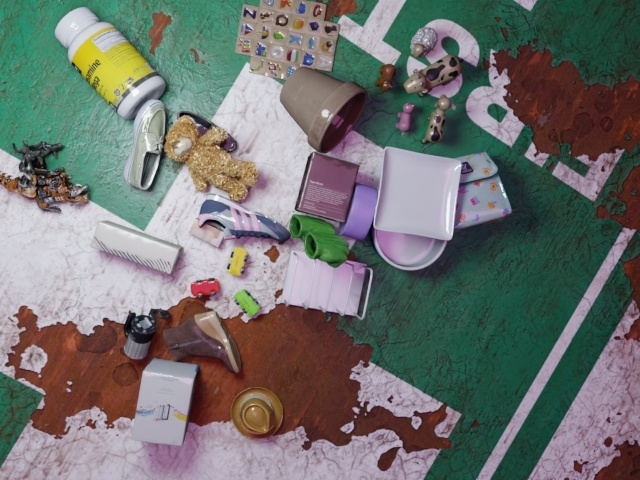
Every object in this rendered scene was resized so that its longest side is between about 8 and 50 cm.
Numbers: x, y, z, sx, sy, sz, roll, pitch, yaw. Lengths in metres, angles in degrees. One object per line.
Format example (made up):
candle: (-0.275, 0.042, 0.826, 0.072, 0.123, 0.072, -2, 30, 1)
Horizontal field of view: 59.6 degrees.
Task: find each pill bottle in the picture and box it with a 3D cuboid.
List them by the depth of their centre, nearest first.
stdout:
pill bottle: (-0.678, -0.570, 1.797, 0.188, 0.188, 0.334, -43, 96, -3)

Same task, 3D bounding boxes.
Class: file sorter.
file sorter: (0.021, 0.155, 1.926, 0.278, 0.173, 0.192, 11, 91, -7)

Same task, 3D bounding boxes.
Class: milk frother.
milk frother: (-0.588, 0.310, 1.902, 0.143, 0.129, 0.134, 2, 131, -34)

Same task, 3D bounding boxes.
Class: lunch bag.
lunch bag: (0.522, -0.176, 1.982, 0.223, 0.160, 0.262, -14, 82, -1)

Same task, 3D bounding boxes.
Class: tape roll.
tape roll: (0.128, -0.100, 1.918, 0.080, 0.189, 0.189, 14, 91, -7)

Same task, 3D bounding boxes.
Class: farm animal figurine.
farm animal figurine: (0.370, -0.529, 1.935, 0.327, 0.172, 0.330, -45, 97, -3)

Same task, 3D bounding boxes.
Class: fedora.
fedora: (-0.223, 0.617, 1.965, 0.194, 0.079, 0.194, 0, 93, -7)

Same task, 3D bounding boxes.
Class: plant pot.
plant pot: (-0.009, -0.457, 1.874, 0.229, 0.263, 0.263, 38, 88, 10)

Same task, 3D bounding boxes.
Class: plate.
plate: (0.321, -0.153, 1.866, 0.278, 0.045, 0.277, 8, 86, -10)

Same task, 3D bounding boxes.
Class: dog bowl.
dog bowl: (0.310, -0.030, 1.984, 0.265, 0.104, 0.264, 0, 93, -6)

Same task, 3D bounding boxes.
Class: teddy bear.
teddy bear: (-0.367, -0.260, 1.856, 0.245, 0.113, 0.338, -25, 116, 37)

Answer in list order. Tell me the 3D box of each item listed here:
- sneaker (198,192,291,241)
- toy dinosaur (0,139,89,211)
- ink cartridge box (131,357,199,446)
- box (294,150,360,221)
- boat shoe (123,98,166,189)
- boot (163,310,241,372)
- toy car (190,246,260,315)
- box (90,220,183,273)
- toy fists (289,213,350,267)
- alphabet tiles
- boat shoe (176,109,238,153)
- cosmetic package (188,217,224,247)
sneaker: (-0.264, -0.040, 1.902, 0.319, 0.112, 0.131, 23, 70, -1)
toy dinosaur: (-0.922, -0.203, 1.813, 0.322, 0.164, 0.218, 3, 110, -28)
ink cartridge box: (-0.517, 0.541, 1.879, 0.168, 0.171, 0.232, 10, 92, -7)
box: (0.018, -0.179, 1.911, 0.167, 0.168, 0.203, 15, 91, -7)
boat shoe: (-0.561, -0.312, 1.845, 0.094, 0.109, 0.302, 27, 106, 29)
boot: (-0.408, 0.379, 1.944, 0.207, 0.090, 0.248, -24, 97, 7)
toy car: (-0.300, 0.168, 1.947, 0.239, 0.053, 0.225, -40, 97, -3)
box: (-0.611, 0.021, 1.874, 0.275, 0.113, 0.094, 20, 91, -6)
toy fists: (0.000, 0.000, 1.871, 0.142, 0.279, 0.096, 7, 112, -26)
alphabet tiles: (-0.114, -0.705, 1.949, 0.343, 0.011, 0.285, 9, 91, -7)
boat shoe: (-0.386, -0.367, 1.902, 0.228, 0.069, 0.081, 29, 89, -7)
cosmetic package: (-0.391, -0.027, 1.932, 0.115, 0.041, 0.060, 25, 90, -8)
